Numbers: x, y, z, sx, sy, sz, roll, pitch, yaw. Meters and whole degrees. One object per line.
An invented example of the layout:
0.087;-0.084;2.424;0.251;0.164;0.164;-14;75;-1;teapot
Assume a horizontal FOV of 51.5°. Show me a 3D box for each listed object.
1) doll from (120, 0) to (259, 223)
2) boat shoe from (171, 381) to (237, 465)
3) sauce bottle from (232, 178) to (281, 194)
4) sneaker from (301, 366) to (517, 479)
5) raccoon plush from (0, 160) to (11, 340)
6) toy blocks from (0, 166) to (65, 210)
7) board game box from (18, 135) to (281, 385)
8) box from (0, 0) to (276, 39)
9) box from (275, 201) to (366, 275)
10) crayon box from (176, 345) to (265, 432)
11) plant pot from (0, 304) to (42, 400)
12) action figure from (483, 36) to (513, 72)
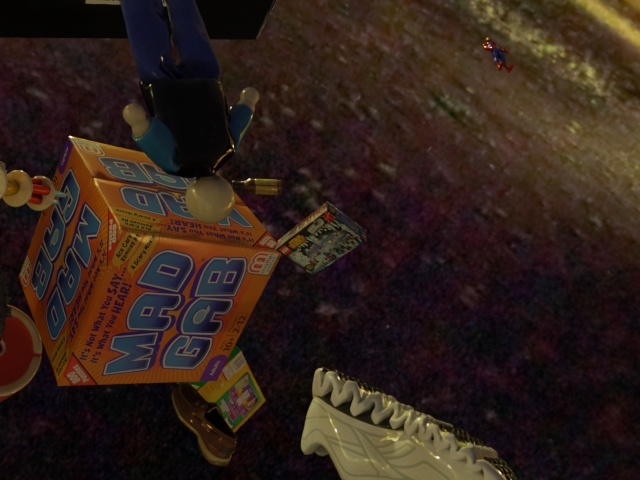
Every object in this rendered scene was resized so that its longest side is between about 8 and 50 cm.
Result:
-0.095;-0.106;0.488;0.129;0.046;0.189;-17;95;-50;doll
-0.198;0.307;1.158;0.064;0.060;0.178;15;23;-50;boat shoe
-0.165;-0.141;1.722;0.128;0.042;0.042;4;38;-3;sauce bottle
0.094;0.251;0.776;0.292;0.118;0.110;16;-12;43;sneaker
-0.749;0.071;1.230;0.298;0.216;0.447;-5;51;6;raccoon plush
-0.460;-0.077;0.972;0.123;0.054;0.148;8;-2;15;toy blocks
-0.369;0.049;1.400;0.356;0.356;0.356;9;28;-42;board game box
-0.340;-0.597;1.072;0.479;0.297;0.472;-10;67;-32;box
0.000;0.000;1.160;0.094;0.137;0.027;36;38;-24;box
-0.257;0.396;1.748;0.081;0.279;0.165;32;62;33;crayon box
-0.754;0.251;1.440;0.274;0.243;0.275;23;59;-45;plant pot
0.361;-0.385;1.358;0.038;0.030;0.115;3;41;-16;action figure
